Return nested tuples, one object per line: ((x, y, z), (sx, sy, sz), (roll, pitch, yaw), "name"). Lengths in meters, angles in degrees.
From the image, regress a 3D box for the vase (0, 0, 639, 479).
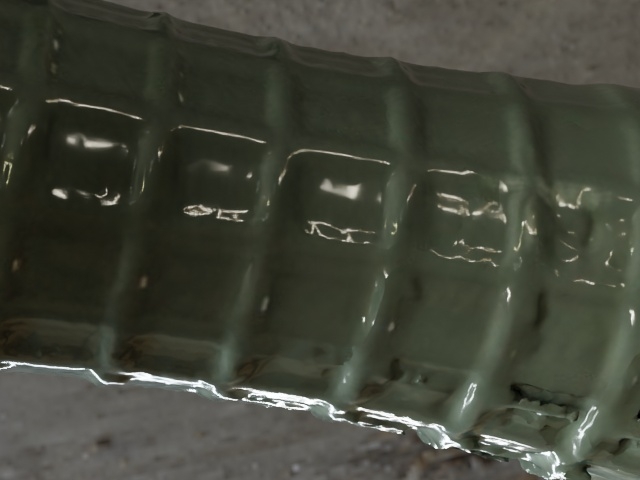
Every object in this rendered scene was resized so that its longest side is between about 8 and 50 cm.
((0.000, 0.000, 0.429), (0.298, 0.143, 0.143), (9, 153, -12), "vase")
